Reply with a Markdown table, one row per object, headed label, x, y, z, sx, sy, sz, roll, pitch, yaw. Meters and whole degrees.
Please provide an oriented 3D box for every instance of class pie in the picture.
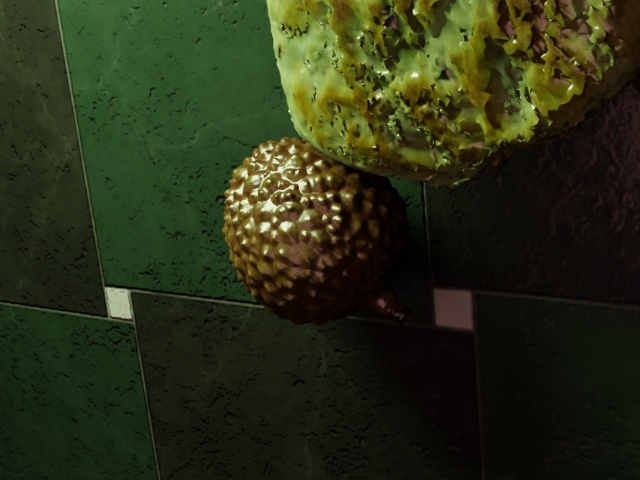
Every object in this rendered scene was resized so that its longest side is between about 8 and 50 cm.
| label | x | y | z | sx | sy | sz | roll | pitch | yaw |
| --- | --- | --- | --- | --- | --- | --- | --- | --- | --- |
| pie | 0.097 | -0.235 | 0.742 | 0.418 | 0.180 | 0.395 | -4 | 101 | 46 |

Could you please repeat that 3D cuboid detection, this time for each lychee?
| label | x | y | z | sx | sy | sz | roll | pitch | yaw |
| --- | --- | --- | --- | --- | --- | --- | --- | --- | --- |
| lychee | 0.000 | 0.000 | 0.946 | 0.238 | 0.200 | 0.200 | 48 | 125 | 16 |
